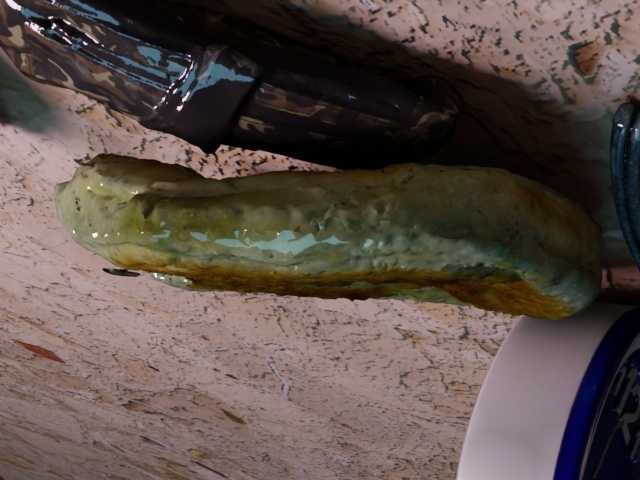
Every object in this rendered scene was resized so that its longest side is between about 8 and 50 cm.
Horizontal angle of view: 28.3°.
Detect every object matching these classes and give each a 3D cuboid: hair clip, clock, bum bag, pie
[{"bbox_3d":[0.187,0.002,0.682,0.070,0.039,0.229,4,151,37],"label":"hair clip"},{"bbox_3d":[0.161,0.152,0.791,0.083,0.230,0.230,5,153,32],"label":"clock"},{"bbox_3d":[-0.053,-0.082,0.650,0.248,0.069,0.102,20,142,-3],"label":"bum bag"},{"bbox_3d":[0.008,0.000,0.703,0.303,0.066,0.302,5,173,1],"label":"pie"}]
